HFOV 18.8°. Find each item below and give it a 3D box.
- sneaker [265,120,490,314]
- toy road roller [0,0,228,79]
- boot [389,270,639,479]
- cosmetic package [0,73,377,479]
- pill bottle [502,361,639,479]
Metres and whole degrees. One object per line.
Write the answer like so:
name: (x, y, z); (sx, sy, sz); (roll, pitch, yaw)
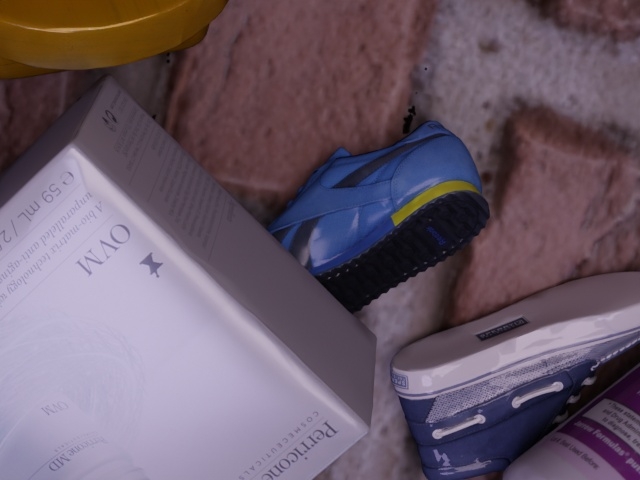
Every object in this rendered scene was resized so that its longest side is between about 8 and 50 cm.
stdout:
sneaker: (0.000, 0.000, 1.174); (0.209, 0.082, 0.069); (-31, 144, 7)
toy road roller: (-0.148, -0.237, 1.067); (0.202, 0.240, 0.329); (-10, 61, -10)
boot: (0.141, 0.085, 1.211); (0.190, 0.069, 0.086); (-18, 110, -4)
cosmetic package: (-0.124, 0.074, 1.079); (0.224, 0.138, 0.225); (-42, 104, 16)
pill bottle: (0.272, 0.119, 1.176); (0.301, 0.169, 0.169); (-36, 102, -13)
